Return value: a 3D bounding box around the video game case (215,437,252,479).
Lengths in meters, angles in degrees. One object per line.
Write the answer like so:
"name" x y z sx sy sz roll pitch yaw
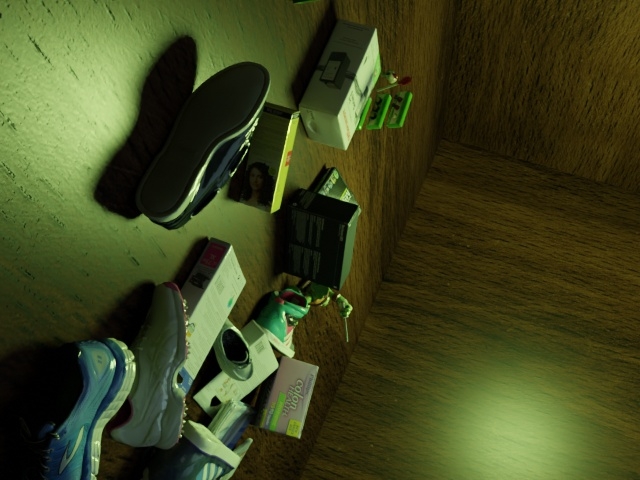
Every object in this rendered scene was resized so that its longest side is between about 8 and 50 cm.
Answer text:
"video game case" -0.276 0.693 2.046 0.143 0.019 0.157 -60 167 8

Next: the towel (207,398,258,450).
"towel" -0.268 0.544 1.851 0.209 0.034 0.285 -55 163 -10

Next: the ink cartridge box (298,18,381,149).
"ink cartridge box" 0.057 -0.408 1.756 0.198 0.114 0.273 65 46 -69

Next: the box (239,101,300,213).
"box" -0.114 -0.184 1.481 0.058 0.087 0.232 -36 141 -66

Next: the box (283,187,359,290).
"box" 0.000 0.000 1.921 0.103 0.184 0.261 -55 159 -45

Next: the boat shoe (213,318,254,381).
"boat shoe" -0.207 0.273 1.590 0.079 0.081 0.227 -36 130 -18

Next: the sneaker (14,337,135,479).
"sneaker" -0.410 0.299 1.002 0.147 0.129 0.330 31 74 -60

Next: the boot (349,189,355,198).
"boot" 0.026 -0.046 2.127 0.207 0.094 0.246 -33 146 -72

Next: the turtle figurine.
"turtle figurine" -0.008 0.233 2.159 0.266 0.197 0.275 53 54 -68

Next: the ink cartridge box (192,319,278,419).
"ink cartridge box" -0.233 0.357 1.778 0.239 0.060 0.275 -39 155 -16

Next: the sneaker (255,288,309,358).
"sneaker" -0.106 0.239 1.977 0.178 0.124 0.295 -57 161 -13

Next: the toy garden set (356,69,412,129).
"toy garden set" 0.143 -0.412 1.876 0.049 0.244 0.204 41 61 -45

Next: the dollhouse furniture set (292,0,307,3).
"dollhouse furniture set" -0.032 -0.585 1.403 0.076 0.058 0.152 -35 122 -54

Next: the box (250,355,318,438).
"box" -0.115 0.475 2.015 0.243 0.117 0.214 142 -34 -70

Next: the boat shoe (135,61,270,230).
"boat shoe" -0.190 -0.159 1.161 0.113 0.127 0.340 76 37 -66

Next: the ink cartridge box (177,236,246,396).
"ink cartridge box" -0.265 0.168 1.420 0.186 0.065 0.311 82 29 -60

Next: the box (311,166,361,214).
"box" 0.038 -0.099 2.041 0.184 0.045 0.191 56 45 -27

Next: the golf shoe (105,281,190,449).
"golf shoe" -0.316 0.225 1.210 0.115 0.140 0.306 -21 -114 60

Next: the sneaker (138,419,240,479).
"sneaker" -0.326 0.562 1.562 0.236 0.130 0.323 -51 159 -15
